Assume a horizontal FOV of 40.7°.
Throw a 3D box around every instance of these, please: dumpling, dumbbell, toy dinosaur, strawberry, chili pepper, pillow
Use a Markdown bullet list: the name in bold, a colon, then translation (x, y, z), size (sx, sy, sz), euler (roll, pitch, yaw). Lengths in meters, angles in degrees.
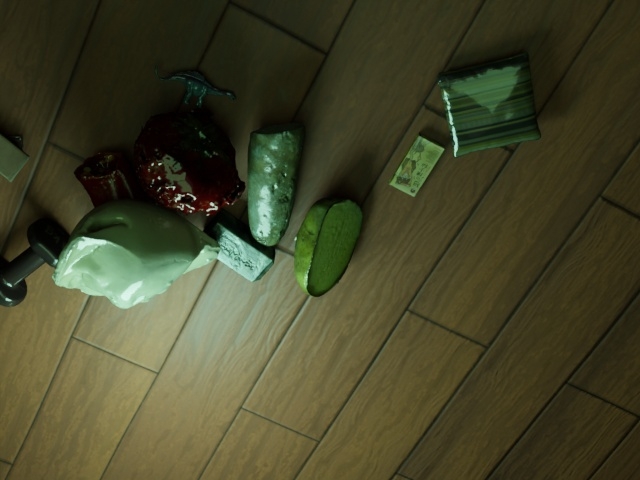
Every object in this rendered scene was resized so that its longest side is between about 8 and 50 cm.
- **dumpling**: translation (-0.439, 0.042, 1.998), size (0.395, 0.233, 0.315), euler (-4, 157, -40)
- **dumbbell**: translation (-0.731, 0.056, 2.150), size (0.225, 0.124, 0.140), euler (-36, 110, 17)
- **toy dinosaur**: translation (-0.290, -0.350, 1.984), size (0.197, 0.045, 0.080), euler (18, 105, -16)
- **strawberry**: translation (-0.308, -0.160, 1.967), size (0.274, 0.274, 0.220), euler (38, 126, -16)
- **chili pepper**: translation (-0.473, -0.049, 2.093), size (0.135, 0.131, 0.338), euler (-11, 122, 6)
- **pillow**: translation (0.389, -0.308, 1.985), size (0.208, 0.052, 0.212), euler (-12, 114, 10)

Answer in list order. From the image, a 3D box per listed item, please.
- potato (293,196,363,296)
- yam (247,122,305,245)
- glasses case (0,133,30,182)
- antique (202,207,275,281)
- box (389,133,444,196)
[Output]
- **potato**: translation (0.000, 0.000, 2.113), size (0.111, 0.160, 0.271), euler (31, 119, 33)
- **yam**: translation (-0.112, -0.135, 2.048), size (0.133, 0.133, 0.330), euler (6, 122, -2)
- **glasses case**: translation (-0.779, -0.238, 2.045), size (0.193, 0.070, 0.102), euler (40, 83, -15)
- **antique**: translation (-0.201, 0.016, 2.141), size (0.183, 0.086, 0.088), euler (35, 113, -15)
- **box**: translation (0.229, -0.179, 2.071), size (0.073, 0.020, 0.149), euler (25, 115, -11)
